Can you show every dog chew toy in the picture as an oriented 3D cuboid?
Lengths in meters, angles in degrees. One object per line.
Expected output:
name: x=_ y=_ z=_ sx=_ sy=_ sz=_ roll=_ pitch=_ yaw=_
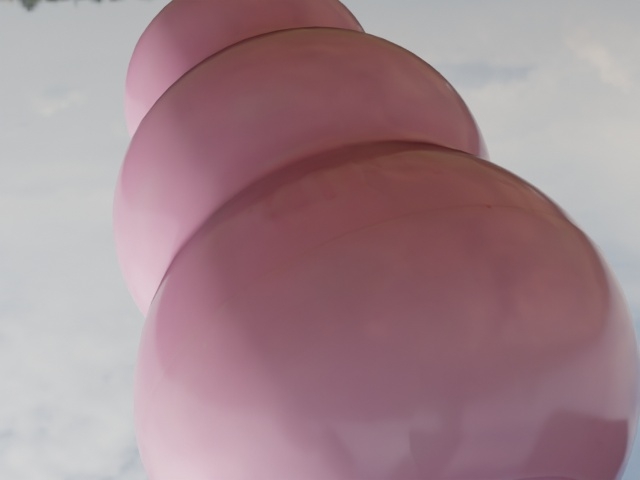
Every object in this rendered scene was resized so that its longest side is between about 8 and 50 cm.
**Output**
dog chew toy: x=0.000 y=0.000 z=0.550 sx=0.207 sy=0.206 sz=0.331 roll=-8 pitch=-130 yaw=-19
